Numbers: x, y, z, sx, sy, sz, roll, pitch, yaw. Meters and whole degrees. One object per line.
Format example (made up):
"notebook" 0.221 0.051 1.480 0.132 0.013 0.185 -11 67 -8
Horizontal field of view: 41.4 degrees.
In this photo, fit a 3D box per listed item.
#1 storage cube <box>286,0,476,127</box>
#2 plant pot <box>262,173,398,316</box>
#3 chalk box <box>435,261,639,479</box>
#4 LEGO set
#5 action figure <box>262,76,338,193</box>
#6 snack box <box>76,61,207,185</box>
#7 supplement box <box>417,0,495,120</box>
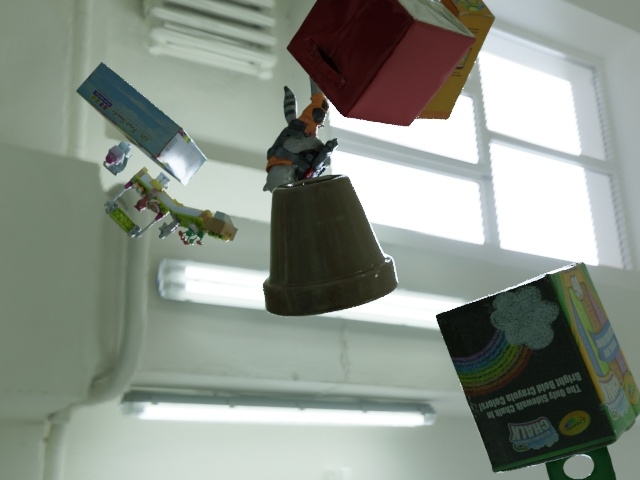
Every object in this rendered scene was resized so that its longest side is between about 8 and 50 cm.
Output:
"storage cube" 0.099 -0.322 1.384 0.193 0.215 0.184 -52 -120 29
"plant pot" 0.000 0.000 1.601 0.263 0.263 0.229 5 -70 58
"chalk box" 0.312 0.198 1.152 0.180 0.179 0.289 -25 -99 31
"LEGO set" -0.288 -0.046 1.529 0.287 0.107 0.132 37 -29 13
"action figure" -0.071 -0.228 2.154 0.341 0.178 0.330 -53 -166 52
"snack box" -0.289 -0.187 1.405 0.070 0.174 0.207 -50 171 -3
"supplement box" 0.229 -0.331 1.544 0.233 0.078 0.080 112 -32 -44
